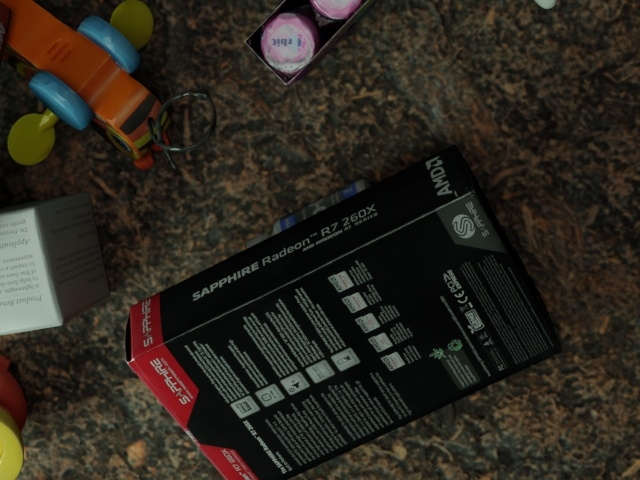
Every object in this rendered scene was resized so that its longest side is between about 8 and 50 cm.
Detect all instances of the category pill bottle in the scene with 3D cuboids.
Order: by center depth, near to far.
[{"bbox_3d":[0.000,0.000,1.464,0.137,0.078,0.078,-26,96,9],"label":"pill bottle"}]

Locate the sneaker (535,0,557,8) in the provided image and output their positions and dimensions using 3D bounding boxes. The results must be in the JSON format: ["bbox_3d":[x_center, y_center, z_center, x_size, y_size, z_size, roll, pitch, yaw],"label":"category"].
[{"bbox_3d":[0.293,-0.298,1.387,0.232,0.090,0.115,-23,103,19],"label":"sneaker"}]

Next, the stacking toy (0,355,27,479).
[{"bbox_3d":[-0.410,0.278,1.570,0.309,0.130,0.279,-25,122,13],"label":"stacking toy"}]

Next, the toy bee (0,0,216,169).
[{"bbox_3d":[-0.223,-0.133,1.442,0.195,0.162,0.298,-31,63,-5],"label":"toy bee"}]

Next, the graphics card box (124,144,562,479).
[{"bbox_3d":[0.024,0.088,1.424,0.371,0.094,0.233,-27,124,11],"label":"graphics card box"}]

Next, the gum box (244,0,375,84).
[{"bbox_3d":[0.018,-0.241,1.408,0.062,0.107,0.188,45,101,-2],"label":"gum box"}]

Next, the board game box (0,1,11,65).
[{"bbox_3d":[-0.388,-0.095,1.378,0.145,0.027,0.281,3,73,18],"label":"board game box"}]

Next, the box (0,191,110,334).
[{"bbox_3d":[-0.329,0.030,1.455,0.181,0.182,0.119,-10,95,8],"label":"box"}]
